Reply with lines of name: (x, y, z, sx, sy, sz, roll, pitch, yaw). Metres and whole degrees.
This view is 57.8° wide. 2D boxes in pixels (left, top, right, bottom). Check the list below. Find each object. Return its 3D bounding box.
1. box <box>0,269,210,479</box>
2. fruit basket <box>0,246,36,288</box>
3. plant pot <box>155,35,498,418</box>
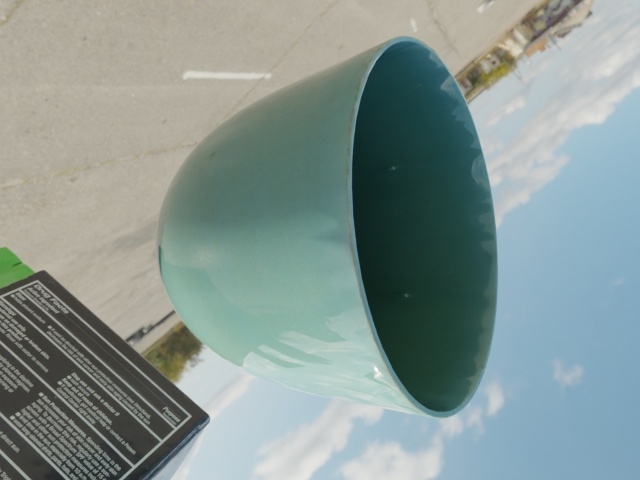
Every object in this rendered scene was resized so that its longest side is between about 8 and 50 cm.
box: (-0.337, 0.226, 0.627, 0.183, 0.296, 0.294, -56, 169, 27)
fruit basket: (-0.632, 0.208, 1.020, 0.392, 0.392, 0.283, -43, 150, -39)
plant pot: (0.000, 0.000, 0.519, 0.235, 0.293, 0.293, -7, -157, 33)
